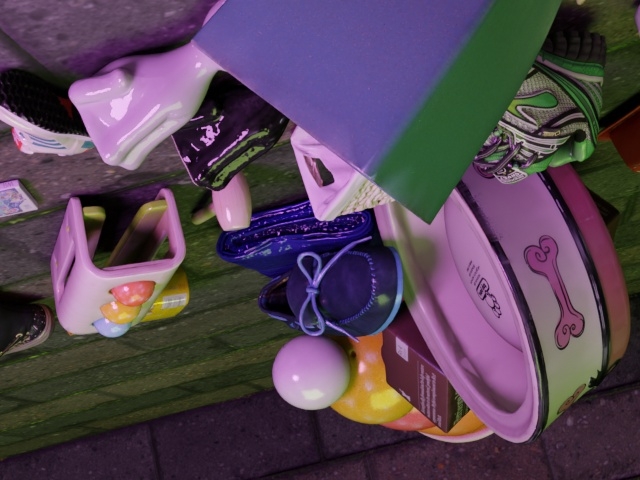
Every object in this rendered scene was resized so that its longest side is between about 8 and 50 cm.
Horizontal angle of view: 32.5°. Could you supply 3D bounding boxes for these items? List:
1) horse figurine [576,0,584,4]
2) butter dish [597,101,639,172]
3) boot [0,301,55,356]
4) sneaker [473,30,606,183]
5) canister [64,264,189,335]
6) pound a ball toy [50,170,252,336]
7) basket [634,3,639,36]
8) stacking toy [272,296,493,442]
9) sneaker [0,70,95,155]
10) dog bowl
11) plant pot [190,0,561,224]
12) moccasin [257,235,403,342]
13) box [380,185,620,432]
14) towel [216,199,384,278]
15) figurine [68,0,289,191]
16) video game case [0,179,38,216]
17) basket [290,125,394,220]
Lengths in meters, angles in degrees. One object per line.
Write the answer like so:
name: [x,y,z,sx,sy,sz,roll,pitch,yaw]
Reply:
horse figurine: [0.169,-0.234,0.908,0.263,0.066,0.174,-12,171,-17]
butter dish: [0.476,-0.131,1.466,0.160,0.118,0.160,-6,164,-25]
boot: [-0.540,0.143,1.641,0.236,0.085,0.178,-23,162,11]
sneaker: [0.171,-0.128,1.061,0.343,0.146,0.134,-6,180,-40]
canister: [-0.298,0.089,1.678,0.170,0.073,0.126,-8,165,-27]
pound a ball toy: [-0.219,0.029,1.402,0.208,0.135,0.319,-7,165,-22]
basket: [0.497,-0.190,0.971,0.331,0.266,0.328,-13,167,0]
stacking toy: [0.106,0.188,1.803,0.351,0.350,0.480,-25,166,36]
sneaker: [-0.264,-0.105,1.010,0.075,0.057,0.161,-26,165,22]
dog bowl: [0.214,0.029,1.323,0.150,0.408,0.408,-23,168,-13]
plant pot: [0.066,-0.164,0.771,0.234,0.165,0.166,-53,159,4]
moccasin: [0.004,0.085,1.533,0.117,0.137,0.342,5,164,-21]
box: [0.268,0.085,1.634,0.381,0.143,0.191,-39,151,-18]
towel: [0.000,0.000,1.635,0.228,0.076,0.308,-10,167,15]
figurine: [-0.084,-0.144,1.004,0.209,0.092,0.215,-30,159,25]
video game case: [-0.389,-0.039,1.238,0.122,0.011,0.087,-13,165,-4]
basket: [0.047,-0.104,1.196,0.103,0.113,0.167,-13,166,-20]
